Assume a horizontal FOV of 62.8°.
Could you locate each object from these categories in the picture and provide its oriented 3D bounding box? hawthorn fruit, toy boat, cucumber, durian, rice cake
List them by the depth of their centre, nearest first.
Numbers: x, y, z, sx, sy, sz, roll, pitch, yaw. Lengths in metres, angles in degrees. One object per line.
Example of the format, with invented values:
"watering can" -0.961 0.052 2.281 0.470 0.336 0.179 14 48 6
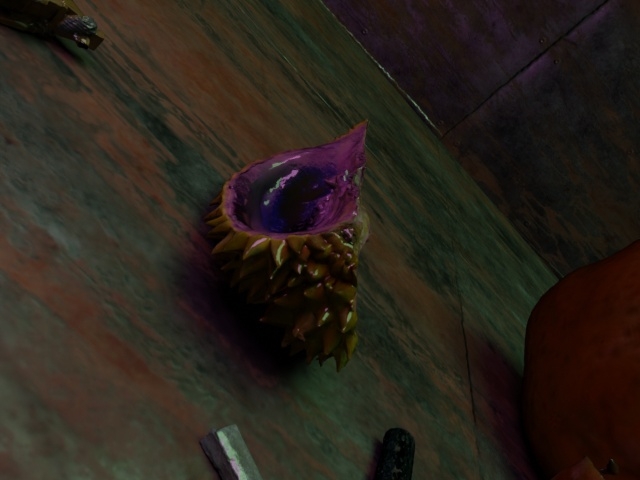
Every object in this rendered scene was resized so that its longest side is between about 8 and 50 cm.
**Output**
"rice cake" -0.038 0.170 0.320 0.022 0.021 0.121 0 52 -55
"cucumber" 0.056 0.204 0.424 0.032 0.032 0.133 50 22 -2
"toy boat" -0.254 -0.197 0.437 0.149 0.047 0.048 6 63 -55
"durian" -0.011 0.010 0.478 0.260 0.154 0.186 -58 130 -71
"hawthorn fruit" 0.510 0.222 0.710 0.472 0.472 0.471 40 26 -24

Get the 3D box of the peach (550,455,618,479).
"peach" 0.251 0.339 0.428 0.267 0.154 0.158 53 13 -20
